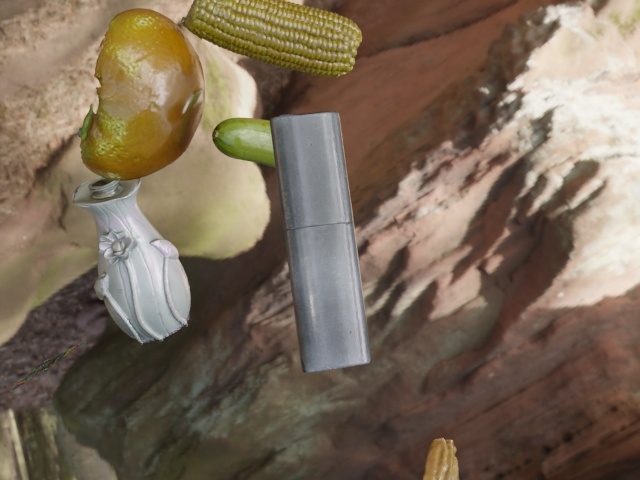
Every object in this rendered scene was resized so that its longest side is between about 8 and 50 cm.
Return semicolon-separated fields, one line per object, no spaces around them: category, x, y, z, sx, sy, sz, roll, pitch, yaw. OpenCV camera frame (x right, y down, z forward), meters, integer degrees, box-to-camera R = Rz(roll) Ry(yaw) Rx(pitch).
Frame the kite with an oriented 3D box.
kite;-0.380;0.174;1.105;0.122;0.004;0.090;-34;176;-20

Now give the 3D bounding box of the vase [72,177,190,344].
vase;-0.499;0.038;2.111;0.250;0.250;0.446;-21;119;-12

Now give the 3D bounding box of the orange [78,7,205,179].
orange;-0.338;-0.263;1.535;0.262;0.196;0.335;-20;138;-61

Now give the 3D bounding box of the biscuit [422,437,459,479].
biscuit;0.137;0.421;0.932;0.051;0.376;0.269;4;-178;16

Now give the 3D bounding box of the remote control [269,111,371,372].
remote control;0.000;0.000;1.177;0.107;0.378;0.044;-7;178;-14

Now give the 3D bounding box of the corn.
corn;-0.093;-0.408;1.542;0.344;0.131;0.131;13;137;-16

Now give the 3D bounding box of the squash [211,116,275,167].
squash;-0.122;-0.193;1.527;0.188;0.095;0.095;11;134;-31
